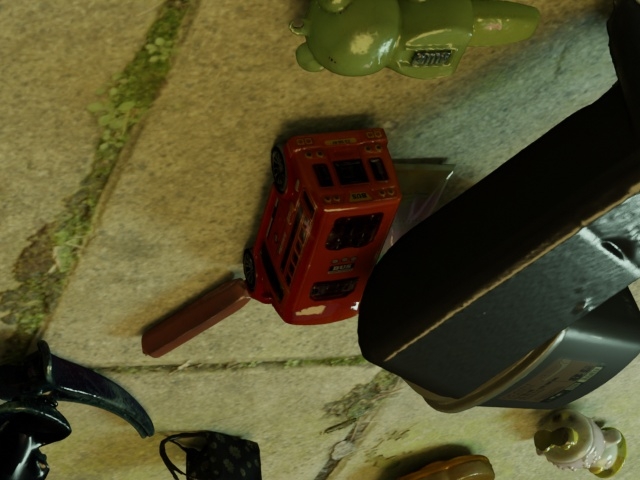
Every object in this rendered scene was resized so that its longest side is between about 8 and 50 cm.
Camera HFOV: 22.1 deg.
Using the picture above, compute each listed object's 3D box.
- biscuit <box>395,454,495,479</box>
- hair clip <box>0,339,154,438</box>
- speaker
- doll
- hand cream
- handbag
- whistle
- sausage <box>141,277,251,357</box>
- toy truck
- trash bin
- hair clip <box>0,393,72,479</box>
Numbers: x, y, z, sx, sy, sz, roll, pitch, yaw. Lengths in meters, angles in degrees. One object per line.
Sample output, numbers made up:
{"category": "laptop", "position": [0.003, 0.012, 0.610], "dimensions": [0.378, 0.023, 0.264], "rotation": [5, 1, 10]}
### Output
{"category": "biscuit", "position": [0.159, 0.343, 2.289], "dimensions": [0.170, 0.050, 0.170], "rotation": [-17, 156, -8]}
{"category": "hair clip", "position": [-0.252, 0.178, 1.824], "dimensions": [0.083, 0.048, 0.275], "rotation": [-34, 147, 15]}
{"category": "speaker", "position": [0.203, -0.031, 1.567], "dimensions": [0.388, 0.184, 0.180], "rotation": [-37, 147, 17]}
{"category": "doll", "position": [0.366, 0.286, 2.278], "dimensions": [0.129, 0.081, 0.207], "rotation": [-15, 156, 32]}
{"category": "hand cream", "position": [0.079, -0.016, 1.706], "dimensions": [0.076, 0.047, 0.174], "rotation": [0, 135, -25]}
{"category": "handbag", "position": [-0.144, 0.280, 1.996], "dimensions": [0.139, 0.115, 0.072], "rotation": [31, 125, -30]}
{"category": "whistle", "position": [0.081, -0.187, 1.399], "dimensions": [0.227, 0.085, 0.105], "rotation": [-5, 146, -19]}
{"category": "sausage", "position": [-0.134, 0.084, 1.751], "dimensions": [0.147, 0.035, 0.030], "rotation": [-30, 115, 22]}
{"category": "toy truck", "position": [0.000, 0.000, 1.615], "dimensions": [0.107, 0.114, 0.253], "rotation": [-8, 146, -19]}
{"category": "trash bin", "position": [0.211, 0.087, 1.805], "dimensions": [0.209, 0.182, 0.290], "rotation": [-40, 148, 28]}
{"category": "hair clip", "position": [-0.407, 0.262, 1.711], "dimensions": [0.310, 0.195, 0.206], "rotation": [-3, 154, 6]}
